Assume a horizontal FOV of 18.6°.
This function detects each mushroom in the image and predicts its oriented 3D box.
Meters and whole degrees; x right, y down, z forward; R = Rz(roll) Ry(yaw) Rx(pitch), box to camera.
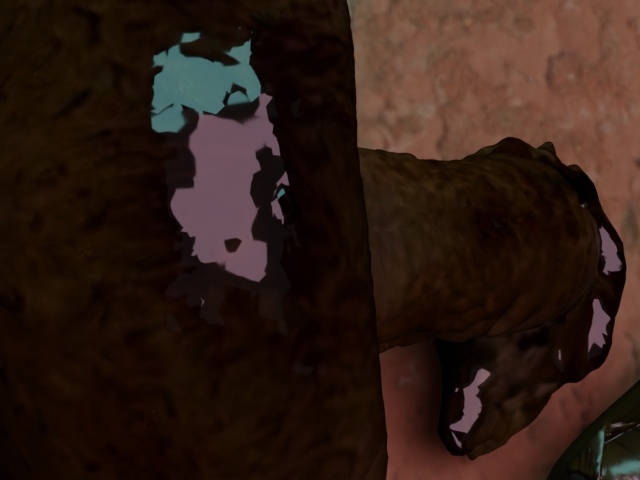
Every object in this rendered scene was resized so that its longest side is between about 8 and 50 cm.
[{"bbox_3d":[-0.009,0.018,0.888,0.356,0.334,0.331,16,70,-5],"label":"mushroom"}]

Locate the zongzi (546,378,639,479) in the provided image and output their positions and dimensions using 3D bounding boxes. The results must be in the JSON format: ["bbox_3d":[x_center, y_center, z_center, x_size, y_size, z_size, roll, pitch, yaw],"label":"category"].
[{"bbox_3d":[0.290,0.157,1.033,0.260,0.123,0.289,-39,79,-26],"label":"zongzi"}]
